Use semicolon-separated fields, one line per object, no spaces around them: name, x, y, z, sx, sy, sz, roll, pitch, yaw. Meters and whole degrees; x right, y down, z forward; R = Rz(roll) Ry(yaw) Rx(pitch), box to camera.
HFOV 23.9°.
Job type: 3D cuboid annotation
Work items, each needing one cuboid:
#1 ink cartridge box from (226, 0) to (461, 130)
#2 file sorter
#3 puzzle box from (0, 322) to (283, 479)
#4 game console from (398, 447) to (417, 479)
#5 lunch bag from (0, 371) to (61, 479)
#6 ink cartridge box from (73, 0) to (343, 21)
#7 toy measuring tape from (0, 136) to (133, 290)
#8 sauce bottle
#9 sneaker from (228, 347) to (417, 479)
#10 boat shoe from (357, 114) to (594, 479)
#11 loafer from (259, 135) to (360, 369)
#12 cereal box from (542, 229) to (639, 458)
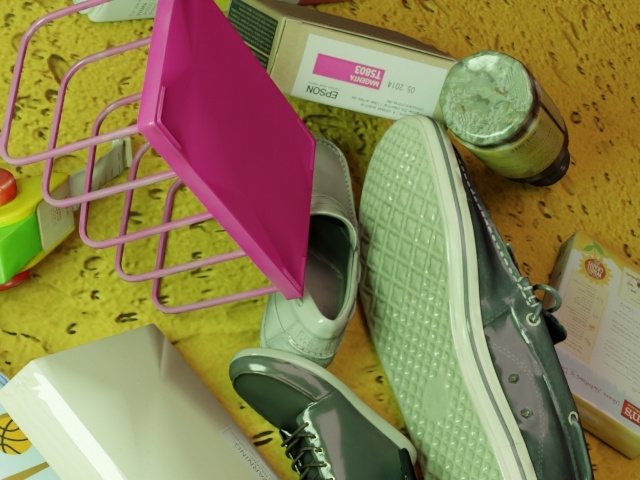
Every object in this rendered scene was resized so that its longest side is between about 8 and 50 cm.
ink cartridge box;0.022;-0.208;1.744;0.234;0.088;0.193;12;14;-24
file sorter;-0.152;-0.085;1.478;0.291;0.182;0.202;52;33;-46
puzzle box;-0.092;0.259;1.359;0.409;0.052;0.272;50;14;8
game console;0.072;0.288;1.505;0.071;0.122;0.107;-14;36;3
lunch bag;-0.344;0.217;1.291;0.303;0.115;0.243;40;50;0
ink cartridge box;-0.137;-0.426;1.812;0.384;0.160;0.279;-13;67;-36
toy measuring tape;-0.302;-0.037;1.506;0.121;0.121;0.330;40;32;-2
sauce bottle;0.228;-0.125;1.758;0.111;0.111;0.344;63;12;18
sneaker;-0.009;0.204;1.517;0.222;0.083;0.118;34;49;-8
boat shoe;0.167;0.100;1.632;0.156;0.187;0.500;-3;67;-35
loafer;0.000;0.000;1.632;0.112;0.111;0.319;20;46;-20
cereal box;0.340;0.120;1.806;0.173;0.047;0.240;33;49;-7
